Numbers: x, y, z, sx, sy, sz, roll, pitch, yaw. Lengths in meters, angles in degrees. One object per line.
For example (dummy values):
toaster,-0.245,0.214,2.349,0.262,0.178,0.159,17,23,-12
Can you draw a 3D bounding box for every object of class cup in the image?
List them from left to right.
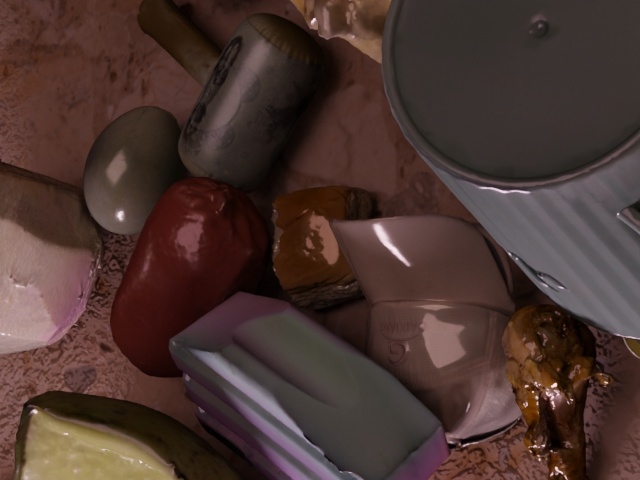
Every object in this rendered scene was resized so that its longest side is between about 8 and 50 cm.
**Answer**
cup,0.279,-0.091,1.561,0.401,0.392,0.310,20,84,30

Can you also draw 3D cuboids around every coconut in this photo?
coconut,-0.370,0.030,2.222,0.227,0.227,0.230,22,94,42

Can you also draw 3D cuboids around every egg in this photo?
egg,-0.209,-0.080,2.172,0.114,0.114,0.152,29,95,41

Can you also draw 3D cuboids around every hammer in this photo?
hammer,-0.127,-0.195,2.140,0.305,0.113,0.202,43,106,44

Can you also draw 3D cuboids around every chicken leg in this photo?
chicken leg,0.221,0.160,1.748,0.101,0.085,0.207,-1,98,60

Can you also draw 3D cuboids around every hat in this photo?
hat,0.094,0.080,1.823,0.219,0.226,0.164,-3,58,43

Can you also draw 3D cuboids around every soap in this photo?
soap,-0.012,0.170,1.887,0.109,0.193,0.324,-38,45,-20

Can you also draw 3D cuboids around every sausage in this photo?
sausage,-0.136,0.041,2.050,0.148,0.148,0.254,51,136,36

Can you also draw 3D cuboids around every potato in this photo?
potato,-0.168,0.307,2.017,0.280,0.213,0.330,15,114,18

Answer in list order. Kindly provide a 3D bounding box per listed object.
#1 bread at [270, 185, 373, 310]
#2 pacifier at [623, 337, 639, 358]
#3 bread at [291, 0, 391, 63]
bread,0.001,0.001,1.991,0.106,0.082,0.125,-20,65,44
pacifier,0.308,0.072,1.737,0.083,0.068,0.064,-54,13,-6
bread,0.101,-0.385,1.866,0.371,0.279,0.390,-49,51,20
